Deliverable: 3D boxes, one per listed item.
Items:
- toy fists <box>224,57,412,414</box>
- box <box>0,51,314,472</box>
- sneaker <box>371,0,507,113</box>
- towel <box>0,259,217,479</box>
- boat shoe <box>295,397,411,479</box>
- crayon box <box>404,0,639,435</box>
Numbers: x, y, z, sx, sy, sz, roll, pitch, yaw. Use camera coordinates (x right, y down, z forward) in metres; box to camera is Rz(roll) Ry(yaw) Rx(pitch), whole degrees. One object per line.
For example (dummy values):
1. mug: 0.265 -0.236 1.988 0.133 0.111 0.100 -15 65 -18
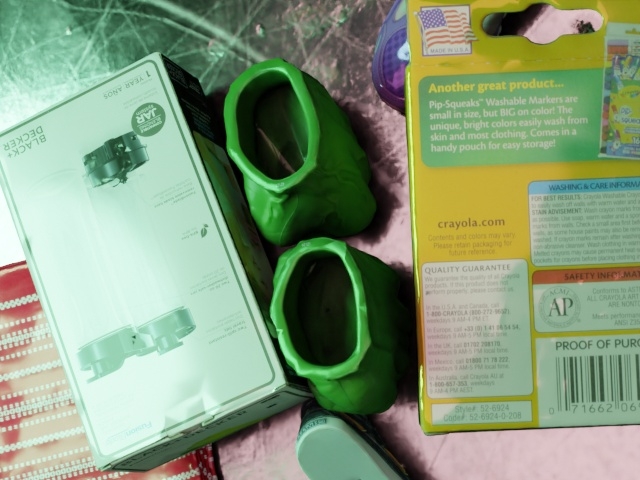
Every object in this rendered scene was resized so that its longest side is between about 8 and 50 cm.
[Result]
1. toy fists: 0.000 0.000 1.224 0.096 0.142 0.279 -22 69 17
2. box: -0.134 0.021 1.261 0.169 0.087 0.290 -26 73 12
3. sneaker: 0.115 -0.205 1.238 0.095 0.104 0.236 39 98 14
4. towel: -0.194 0.138 1.336 0.199 0.031 0.274 -14 82 15
5. boat shoe: 0.049 0.196 1.249 0.065 0.083 0.183 -34 104 11
6. crayon box: 0.168 -0.023 1.190 0.203 0.083 0.323 -2 89 2
